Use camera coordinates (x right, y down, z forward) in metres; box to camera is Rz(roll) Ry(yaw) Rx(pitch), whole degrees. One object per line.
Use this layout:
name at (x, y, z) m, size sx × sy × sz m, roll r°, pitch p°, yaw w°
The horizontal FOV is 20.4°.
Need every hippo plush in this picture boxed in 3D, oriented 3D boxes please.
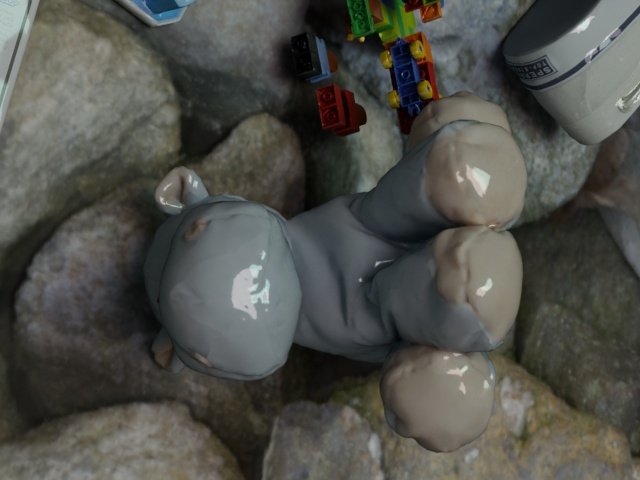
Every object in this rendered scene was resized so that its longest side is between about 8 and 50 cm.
hippo plush at (0.000, 0.000, 1.234) m, size 0.236 × 0.294 × 0.234 m, roll 9°, pitch 100°, yaw -7°

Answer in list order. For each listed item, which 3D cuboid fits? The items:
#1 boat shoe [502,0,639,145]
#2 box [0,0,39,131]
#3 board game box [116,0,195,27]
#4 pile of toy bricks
boat shoe at (0.320, -0.212, 1.503) m, size 0.367 × 0.136 × 0.156 m, roll -47°, pitch 114°, yaw -22°
box at (-0.299, -0.051, 1.108) m, size 0.169 × 0.087 × 0.290 m, roll 20°, pitch 79°, yaw -32°
board game box at (-0.155, -0.414, 1.232) m, size 0.390 × 0.050 × 0.390 m, roll 36°, pitch 70°, yaw -28°
pile of toy bricks at (0.049, -0.171, 1.352) m, size 0.105 × 0.118 × 0.212 m, roll 17°, pitch 61°, yaw -61°
